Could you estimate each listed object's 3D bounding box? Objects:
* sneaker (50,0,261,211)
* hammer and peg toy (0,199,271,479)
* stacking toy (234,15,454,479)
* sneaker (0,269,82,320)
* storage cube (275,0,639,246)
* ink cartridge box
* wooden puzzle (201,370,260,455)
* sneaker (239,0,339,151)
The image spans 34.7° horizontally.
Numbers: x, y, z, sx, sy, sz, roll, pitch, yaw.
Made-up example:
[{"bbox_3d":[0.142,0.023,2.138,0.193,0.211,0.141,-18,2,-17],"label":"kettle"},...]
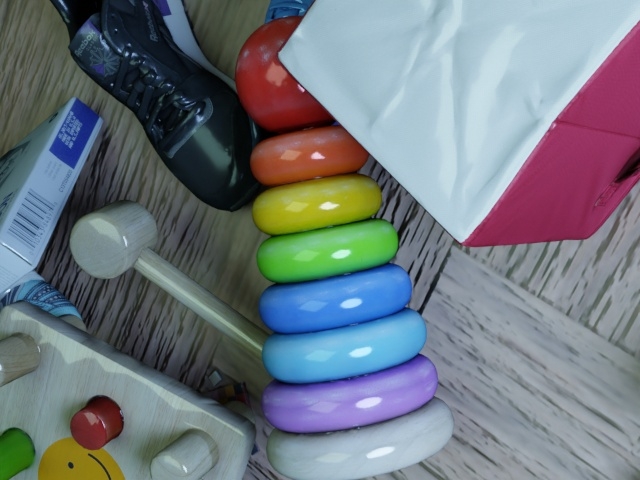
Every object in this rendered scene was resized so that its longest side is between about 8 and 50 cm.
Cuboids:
[{"bbox_3d":[-0.158,-0.140,0.894,0.107,0.124,0.283,-44,67,28],"label":"sneaker"},{"bbox_3d":[-0.178,0.167,0.873,0.266,0.127,0.361,26,110,16],"label":"hammer and peg toy"},{"bbox_3d":[0.000,0.000,0.752,0.141,0.141,0.330,-9,94,35],"label":"stacking toy"},{"bbox_3d":[-0.317,0.169,1.027,0.122,0.110,0.283,24,107,25],"label":"sneaker"},{"bbox_3d":[0.124,-0.124,0.655,0.215,0.193,0.183,48,116,24],"label":"storage cube"},{"bbox_3d":[-0.317,-0.010,0.976,0.224,0.045,0.223,-34,29,31],"label":"ink cartridge box"},{"bbox_3d":[-0.081,0.157,0.919,0.049,0.006,0.083,-21,79,34],"label":"wooden puzzle"},{"bbox_3d":[-0.022,-0.147,0.826,0.069,0.082,0.209,5,93,37],"label":"sneaker"}]
